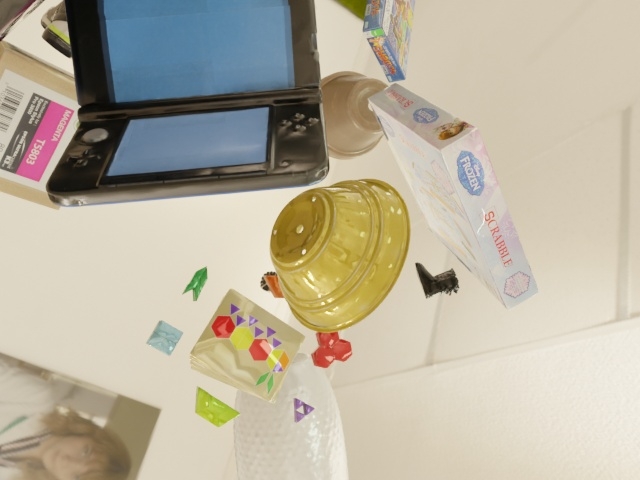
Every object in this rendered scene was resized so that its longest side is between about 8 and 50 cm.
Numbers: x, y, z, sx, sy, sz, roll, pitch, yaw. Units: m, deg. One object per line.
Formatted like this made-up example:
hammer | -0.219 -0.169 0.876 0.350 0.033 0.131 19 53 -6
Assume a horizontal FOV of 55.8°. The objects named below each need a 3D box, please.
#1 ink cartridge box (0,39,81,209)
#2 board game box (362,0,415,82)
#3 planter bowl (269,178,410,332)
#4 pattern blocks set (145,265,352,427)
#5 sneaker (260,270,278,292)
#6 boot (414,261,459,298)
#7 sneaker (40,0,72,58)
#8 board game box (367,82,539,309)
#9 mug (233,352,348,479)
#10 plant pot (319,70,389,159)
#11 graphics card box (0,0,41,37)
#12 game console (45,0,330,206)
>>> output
ink cartridge box | -0.506 -0.195 1.054 0.088 0.193 0.235 39 -77 48
board game box | 0.127 -0.409 1.091 0.035 0.136 0.201 -3 -119 26
planter bowl | 0.000 0.000 0.768 0.217 0.090 0.217 -26 -130 35
pattern blocks set | -0.124 0.190 1.069 0.285 0.325 0.026 -52 -167 -21
sneaker | -0.057 0.110 1.414 0.073 0.162 0.063 43 62 -63
boot | 0.322 0.101 1.664 0.099 0.045 0.121 -18 -123 4
sneaker | -0.448 -0.400 1.107 0.097 0.084 0.235 -49 -143 8
board game box | 0.218 -0.086 1.028 0.066 0.318 0.319 -31 -150 0
mug | -0.103 0.461 1.555 0.374 0.276 0.328 176 -93 -66
plant pot | 0.107 -0.367 1.727 0.263 0.263 0.229 -64 -160 -6
graphics card box | -0.255 -0.278 0.538 0.371 0.094 0.233 -16 -140 36
game console | -0.145 -0.181 0.654 0.250 0.293 0.173 -94 179 -52
